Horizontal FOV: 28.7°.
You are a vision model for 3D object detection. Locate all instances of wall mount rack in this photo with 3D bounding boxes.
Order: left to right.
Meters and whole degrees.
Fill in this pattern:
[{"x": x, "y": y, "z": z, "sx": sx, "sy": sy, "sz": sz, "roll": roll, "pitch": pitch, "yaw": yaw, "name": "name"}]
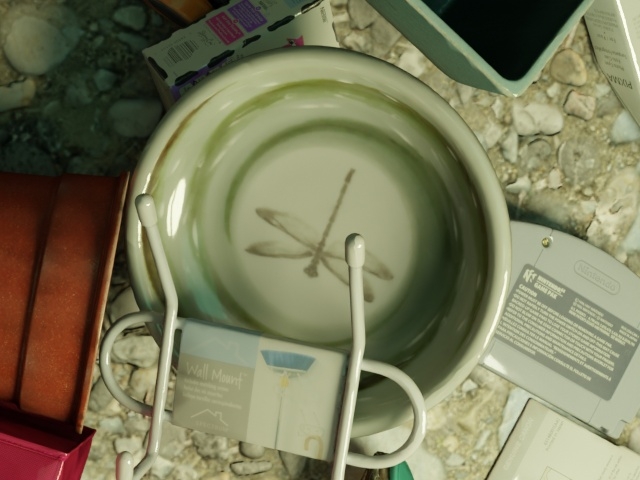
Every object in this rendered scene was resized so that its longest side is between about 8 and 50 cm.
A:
[{"x": -0.070, "y": 0.111, "z": 1.204, "sx": 0.350, "sy": 0.130, "sz": 0.304, "roll": 11, "pitch": 103, "yaw": 13, "name": "wall mount rack"}]

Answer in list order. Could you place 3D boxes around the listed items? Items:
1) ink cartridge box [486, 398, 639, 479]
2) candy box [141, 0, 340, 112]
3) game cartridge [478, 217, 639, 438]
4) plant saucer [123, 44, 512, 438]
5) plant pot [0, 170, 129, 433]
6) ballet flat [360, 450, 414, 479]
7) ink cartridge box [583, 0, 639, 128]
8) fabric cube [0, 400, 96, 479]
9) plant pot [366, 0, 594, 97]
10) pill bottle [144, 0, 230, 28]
[{"x": 0.311, "y": 0.388, "z": 1.580, "sx": 0.261, "sy": 0.066, "sz": 0.296, "roll": 29, "pitch": 86, "yaw": 8, "name": "ink cartridge box"}, {"x": -0.074, "y": -0.179, "z": 1.361, "sx": 0.196, "sy": 0.070, "sz": 0.165, "roll": -32, "pitch": 144, "yaw": -11, "name": "candy box"}, {"x": 0.299, "y": 0.100, "z": 1.541, "sx": 0.297, "sy": 0.062, "sz": 0.198, "roll": 30, "pitch": 82, "yaw": -23, "name": "game cartridge"}, {"x": 0.000, "y": 0.000, "z": 1.284, "sx": 0.400, "sy": 0.100, "sz": 0.400, "roll": 3, "pitch": 102, "yaw": 15, "name": "plant saucer"}, {"x": -0.347, "y": 0.039, "z": 1.262, "sx": 0.265, "sy": 0.272, "sz": 0.272, "roll": 10, "pitch": 92, "yaw": -9, "name": "plant pot"}, {"x": 0.099, "y": 0.487, "z": 1.489, "sx": 0.182, "sy": 0.164, "sz": 0.482, "roll": -20, "pitch": 103, "yaw": 19, "name": "ballet flat"}, {"x": 0.507, "y": -0.243, "z": 1.584, "sx": 0.308, "sy": 0.091, "sz": 0.385, "roll": -30, "pitch": 120, "yaw": -12, "name": "ink cartridge box"}, {"x": -0.392, "y": 0.280, "z": 1.227, "sx": 0.259, "sy": 0.254, "sz": 0.258, "roll": 18, "pitch": 86, "yaw": -2, "name": "fabric cube"}, {"x": 0.148, "y": -0.324, "z": 1.362, "sx": 0.248, "sy": 0.252, "sz": 0.247, "roll": 40, "pitch": 84, "yaw": -17, "name": "plant pot"}, {"x": -0.099, "y": -0.345, "z": 1.351, "sx": 0.130, "sy": 0.130, "sz": 0.245, "roll": 35, "pitch": 85, "yaw": -17, "name": "pill bottle"}]
